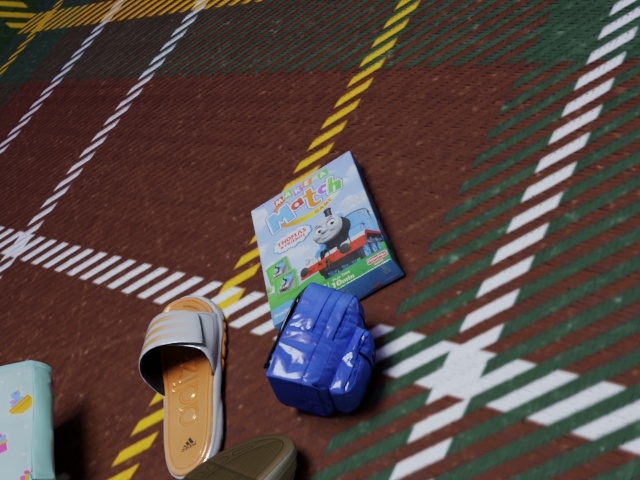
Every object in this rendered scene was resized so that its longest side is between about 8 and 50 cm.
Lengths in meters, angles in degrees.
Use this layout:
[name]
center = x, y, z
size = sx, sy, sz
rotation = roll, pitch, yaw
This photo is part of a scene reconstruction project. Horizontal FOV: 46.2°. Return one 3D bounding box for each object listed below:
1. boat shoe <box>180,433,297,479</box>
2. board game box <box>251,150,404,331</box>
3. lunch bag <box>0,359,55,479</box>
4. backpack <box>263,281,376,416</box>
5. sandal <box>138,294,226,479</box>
[boat shoe]
center = -0.117, 0.304, 0.689
size = 0.109, 0.098, 0.302
rotation = -9, 25, 45
[board game box]
center = 0.000, 0.000, 0.927
size = 0.160, 0.039, 0.212
rotation = -31, 40, 13
[lunch bag]
center = -0.405, 0.294, 0.891
size = 0.262, 0.160, 0.223
rotation = -38, 39, 12
[backpack]
center = 0.008, 0.112, 0.781
size = 0.101, 0.098, 0.120
rotation = 14, 60, 11
[sandal]
center = -0.167, 0.151, 0.893
size = 0.101, 0.076, 0.265
rotation = -30, 41, 12
